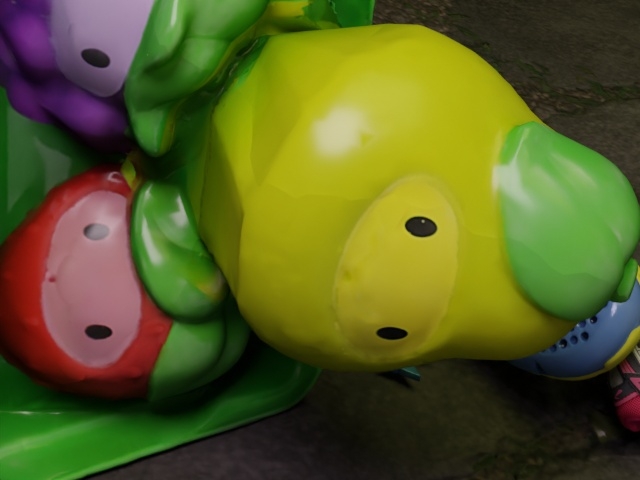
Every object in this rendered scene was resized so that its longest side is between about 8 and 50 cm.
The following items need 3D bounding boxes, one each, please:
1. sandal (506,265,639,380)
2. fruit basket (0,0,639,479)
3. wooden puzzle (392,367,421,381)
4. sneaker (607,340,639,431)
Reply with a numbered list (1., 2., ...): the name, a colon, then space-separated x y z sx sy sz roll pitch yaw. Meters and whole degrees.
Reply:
1. sandal: 0.095 -0.014 0.745 0.138 0.126 0.317 25 12 -49
2. fruit basket: -0.049 -0.033 0.520 0.283 0.392 0.392 -12 46 -36
3. wooden puzzle: 0.046 0.057 0.748 0.079 0.014 0.116 14 35 2
4. sneaker: 0.341 0.118 0.733 0.299 0.121 0.112 17 64 -4
